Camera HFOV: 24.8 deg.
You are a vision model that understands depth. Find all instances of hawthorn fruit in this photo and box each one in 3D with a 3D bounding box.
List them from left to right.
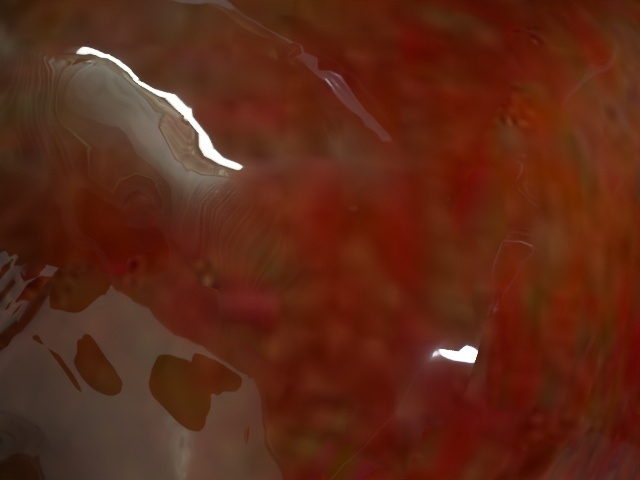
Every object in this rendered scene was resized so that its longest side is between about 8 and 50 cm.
[{"bbox_3d":[-0.019,0.010,0.502,0.308,0.325,0.308,15,-54,21],"label":"hawthorn fruit"}]
